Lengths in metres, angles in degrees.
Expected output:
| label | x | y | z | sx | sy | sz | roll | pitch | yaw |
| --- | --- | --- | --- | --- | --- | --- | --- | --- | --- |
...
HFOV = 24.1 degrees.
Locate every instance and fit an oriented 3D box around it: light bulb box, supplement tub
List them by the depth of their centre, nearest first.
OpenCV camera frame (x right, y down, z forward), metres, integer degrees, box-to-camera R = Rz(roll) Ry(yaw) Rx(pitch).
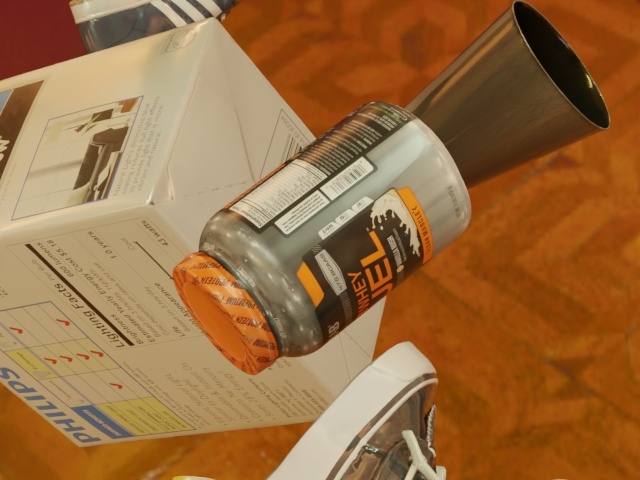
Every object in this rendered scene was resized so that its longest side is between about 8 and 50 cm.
| label | x | y | z | sx | sy | sz | roll | pitch | yaw |
| --- | --- | --- | --- | --- | --- | --- | --- | --- | --- |
| supplement tub | 0.000 | 0.000 | 1.027 | 0.190 | 0.117 | 0.117 | -38 | 48 | -18 |
| light bulb box | -0.176 | 0.013 | 1.483 | 0.361 | 0.358 | 0.225 | -10 | 48 | 32 |

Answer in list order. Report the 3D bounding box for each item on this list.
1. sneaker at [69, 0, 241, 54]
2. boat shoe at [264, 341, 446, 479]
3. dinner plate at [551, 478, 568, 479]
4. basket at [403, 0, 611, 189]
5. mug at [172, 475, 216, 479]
| label | x | y | z | sx | sy | sz | roll | pitch | yaw |
| --- | --- | --- | --- | --- | --- | --- | --- | --- | --- |
| sneaker | -0.180 | -0.272 | 1.974 | 0.282 | 0.153 | 0.099 | -18 | 8 | -26 |
| boat shoe | 0.022 | 0.153 | 0.848 | 0.105 | 0.113 | 0.306 | 39 | 22 | 6 |
| dinner plate | 0.226 | 0.304 | 1.469 | 0.017 | 0.141 | 0.141 | 9 | 36 | -29 |
| basket | 0.212 | -0.162 | 1.889 | 0.227 | 0.204 | 0.154 | -32 | 27 | 26 |
| mug | -0.181 | 0.361 | 2.069 | 0.078 | 0.062 | 0.064 | -9 | 70 | 36 |
